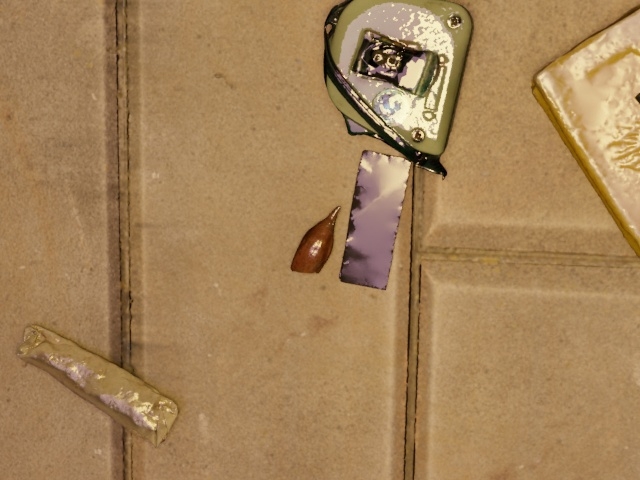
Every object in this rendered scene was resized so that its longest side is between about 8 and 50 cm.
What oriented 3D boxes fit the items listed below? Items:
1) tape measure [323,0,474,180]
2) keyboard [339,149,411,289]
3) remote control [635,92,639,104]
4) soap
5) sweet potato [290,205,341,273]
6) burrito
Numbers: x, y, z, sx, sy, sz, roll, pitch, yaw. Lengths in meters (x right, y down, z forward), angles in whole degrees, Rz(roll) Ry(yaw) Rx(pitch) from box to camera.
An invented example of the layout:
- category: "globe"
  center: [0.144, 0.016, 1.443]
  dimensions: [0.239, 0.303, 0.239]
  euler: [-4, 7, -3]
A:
- category: "tape measure"
  center: [0.096, -0.219, 1.384]
  dimensions: [0.207, 0.115, 0.235]
  euler: [13, 101, 6]
- category: "keyboard"
  center: [0.078, -0.029, 1.468]
  dimensions: [0.074, 0.015, 0.196]
  euler: [11, 101, 5]
- category: "remote control"
  center: [0.439, -0.155, 1.289]
  dimensions: [0.034, 0.016, 0.091]
  euler: [-38, 90, 18]
- category: "soap"
  center: [0.437, -0.138, 1.345]
  dimensions: [0.199, 0.091, 0.315]
  euler: [-31, 93, 12]
- category: "sweet potato"
  center: [0.000, 0.000, 1.469]
  dimensions: [0.049, 0.049, 0.117]
  euler: [31, 103, 5]
- category: "burrito"
  center: [-0.346, 0.222, 1.564]
  dimensions: [0.275, 0.059, 0.082]
  euler: [29, 96, 5]
